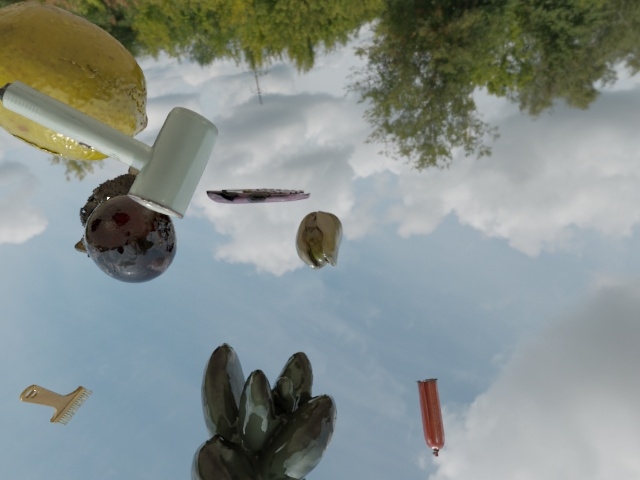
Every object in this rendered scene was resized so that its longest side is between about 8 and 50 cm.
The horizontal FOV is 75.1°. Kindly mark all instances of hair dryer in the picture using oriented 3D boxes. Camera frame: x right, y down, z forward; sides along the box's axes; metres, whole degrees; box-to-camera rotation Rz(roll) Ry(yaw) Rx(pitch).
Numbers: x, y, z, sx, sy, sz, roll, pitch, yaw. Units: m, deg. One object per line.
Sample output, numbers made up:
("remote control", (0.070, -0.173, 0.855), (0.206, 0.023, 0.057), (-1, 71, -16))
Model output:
("hair dryer", (-0.257, -0.132, 0.509), (0.236, 0.131, 0.073), (24, 170, -19))

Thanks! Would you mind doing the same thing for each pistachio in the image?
("pistachio", (0.000, 0.000, 1.519), (0.166, 0.197, 0.288), (-17, -147, 19))

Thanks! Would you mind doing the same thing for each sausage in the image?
("sausage", (0.224, 0.353, 0.833), (0.050, 0.146, 0.048), (-18, 160, 39))

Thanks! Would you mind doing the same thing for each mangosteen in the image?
("mangosteen", (-0.512, 0.004, 1.072), (0.261, 0.236, 0.236), (-14, -150, 11))

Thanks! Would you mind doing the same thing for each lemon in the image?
("lemon", (-0.467, -0.285, 0.756), (0.257, 0.310, 0.258), (-12, -112, 32))

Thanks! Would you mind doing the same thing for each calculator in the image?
("calculator", (-0.169, -0.130, 1.218), (0.293, 0.043, 0.194), (3, -171, 19))

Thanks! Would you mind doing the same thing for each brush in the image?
("brush", (-0.652, 0.393, 1.022), (0.013, 0.272, 0.103), (29, -117, 11))

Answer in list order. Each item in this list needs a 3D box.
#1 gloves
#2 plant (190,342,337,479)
("gloves", (-0.610, -0.125, 1.326), (0.135, 0.210, 0.313), (-1, -130, 44))
("plant", (-0.056, 0.229, 0.346), (0.146, 0.275, 0.149), (13, -174, 21))
